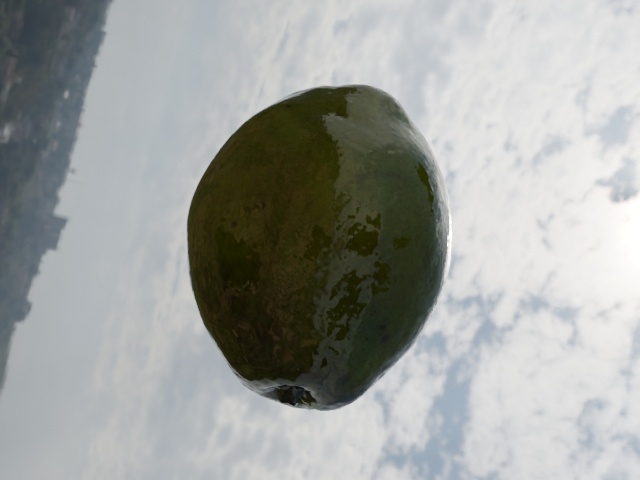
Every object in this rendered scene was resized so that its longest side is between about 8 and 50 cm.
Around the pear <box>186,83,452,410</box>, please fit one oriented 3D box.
[{"bbox_3d":[0.000,0.000,0.699,0.212,0.212,0.269,142,-36,-62],"label":"pear"}]
